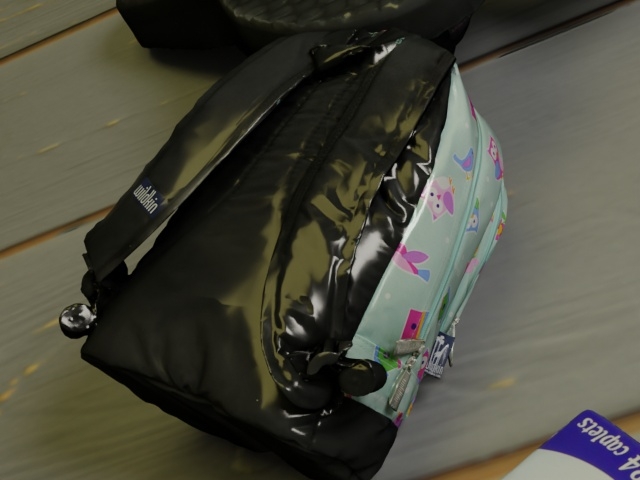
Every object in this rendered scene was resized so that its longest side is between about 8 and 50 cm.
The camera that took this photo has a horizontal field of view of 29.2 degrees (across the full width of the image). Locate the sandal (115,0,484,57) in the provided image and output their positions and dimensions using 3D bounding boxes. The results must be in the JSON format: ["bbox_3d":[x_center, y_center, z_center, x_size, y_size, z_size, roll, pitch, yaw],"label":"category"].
[{"bbox_3d":[0.006,-0.146,0.738,0.167,0.107,0.446,-40,23,-11],"label":"sandal"}]

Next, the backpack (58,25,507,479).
[{"bbox_3d":[0.000,0.000,0.519,0.152,0.115,0.182,18,69,30],"label":"backpack"}]

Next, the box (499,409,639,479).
[{"bbox_3d":[0.074,0.137,0.337,0.137,0.072,0.126,-39,35,-10],"label":"box"}]
